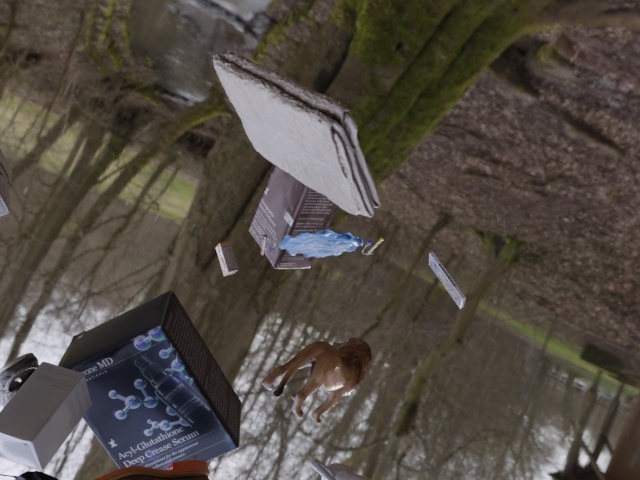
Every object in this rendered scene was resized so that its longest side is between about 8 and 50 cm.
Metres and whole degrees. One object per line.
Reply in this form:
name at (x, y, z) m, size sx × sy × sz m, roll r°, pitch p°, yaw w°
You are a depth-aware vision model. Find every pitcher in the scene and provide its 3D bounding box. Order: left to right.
pitcher at (0.068, 0.621, 1.668) m, size 0.178 × 0.125 × 0.207 m, roll 40°, pitch 173°, yaw -28°

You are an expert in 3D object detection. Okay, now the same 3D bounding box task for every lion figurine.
lion figurine at (0.014, 0.326, 1.702) m, size 0.142 × 0.240 × 0.392 m, roll 42°, pitch 177°, yaw 19°

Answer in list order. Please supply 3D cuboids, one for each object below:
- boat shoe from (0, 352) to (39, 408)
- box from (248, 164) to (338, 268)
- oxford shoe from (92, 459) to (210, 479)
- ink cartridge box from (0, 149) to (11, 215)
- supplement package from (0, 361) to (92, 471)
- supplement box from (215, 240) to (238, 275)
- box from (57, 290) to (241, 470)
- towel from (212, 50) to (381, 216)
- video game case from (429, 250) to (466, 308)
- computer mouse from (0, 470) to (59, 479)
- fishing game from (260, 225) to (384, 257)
boat shoe at (-0.735, 0.361, 1.668) m, size 0.095 × 0.112 × 0.335 m, roll 53°, pitch 145°, yaw 3°
box at (-0.056, -0.121, 1.914) m, size 0.143 × 0.381 × 0.191 m, roll 1°, pitch -144°, yaw -37°
oxford shoe at (-0.382, 0.565, 1.449) m, size 0.364 × 0.130 × 0.132 m, roll 2°, pitch -133°, yaw -39°
ink cartridge box at (-0.739, -0.112, 1.408) m, size 0.219 × 0.160 × 0.092 m, roll -126°, pitch 18°, yaw -53°
supplement package at (-0.568, 0.356, 1.386) m, size 0.105 × 0.179 × 0.105 m, roll 14°, pitch 130°, yaw 12°
supplement box at (-0.291, 0.056, 2.113) m, size 0.036 × 0.098 × 0.062 m, roll -15°, pitch 172°, yaw -25°
box at (-0.420, 0.382, 1.724) m, size 0.395 × 0.294 × 0.212 m, roll 62°, pitch -175°, yaw -19°
towel at (-0.033, -0.150, 0.932) m, size 0.282 × 0.049 × 0.187 m, roll 36°, pitch 160°, yaw 38°
video game case at (0.271, 0.086, 1.459) m, size 0.122 × 0.011 × 0.087 m, roll 58°, pitch 177°, yaw 21°
computer mouse at (-0.633, 0.490, 1.378) m, size 0.242 × 0.071 × 0.041 m, roll 21°, pitch -149°, yaw -8°
fishing game at (0.000, 0.000, 1.479) m, size 0.264 × 0.041 × 0.189 m, roll 0°, pitch 163°, yaw -6°
